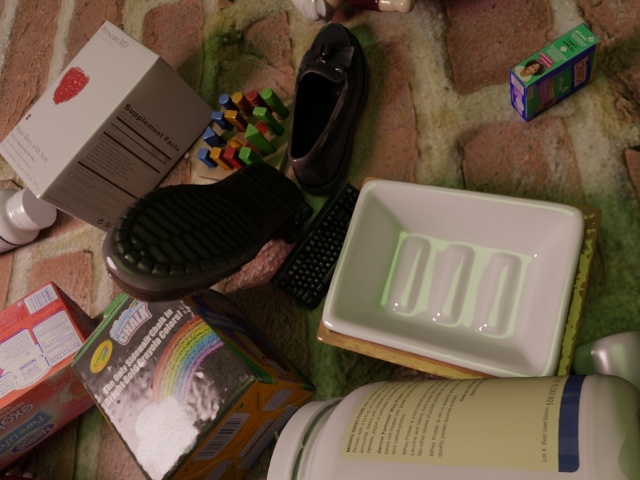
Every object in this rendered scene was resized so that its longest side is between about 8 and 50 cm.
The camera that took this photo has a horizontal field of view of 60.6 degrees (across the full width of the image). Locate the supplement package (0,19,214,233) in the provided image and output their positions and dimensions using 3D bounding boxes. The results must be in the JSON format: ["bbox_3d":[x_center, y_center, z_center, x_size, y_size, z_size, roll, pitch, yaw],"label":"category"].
[{"bbox_3d":[-0.366,-0.192,0.954,0.177,0.175,0.293,38,87,30],"label":"supplement package"}]

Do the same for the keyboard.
[{"bbox_3d":[0.000,0.000,0.780,0.108,0.023,0.180,36,85,-12],"label":"keyboard"}]

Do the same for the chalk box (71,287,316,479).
[{"bbox_3d":[-0.187,0.163,0.744,0.289,0.179,0.180,40,90,31],"label":"chalk box"}]

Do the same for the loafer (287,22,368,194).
[{"bbox_3d":[0.007,-0.225,0.856,0.109,0.095,0.302,-1,70,24],"label":"loafer"}]

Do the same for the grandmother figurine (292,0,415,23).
[{"bbox_3d":[0.118,-0.419,0.870,0.342,0.104,0.208,-3,32,16],"label":"grandmother figurine"}]

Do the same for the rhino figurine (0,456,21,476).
[{"bbox_3d":[-0.564,0.293,0.910,0.106,0.073,0.243,-38,58,-2],"label":"rhino figurine"}]

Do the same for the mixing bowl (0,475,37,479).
[{"bbox_3d":[-0.442,0.415,0.785,0.181,0.098,0.181,-1,87,17],"label":"mixing bowl"}]

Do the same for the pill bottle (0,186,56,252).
[{"bbox_3d":[-0.603,-0.034,1.031,0.193,0.108,0.108,-18,65,15],"label":"pill bottle"}]

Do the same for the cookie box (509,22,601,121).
[{"bbox_3d":[0.311,-0.222,0.732,0.107,0.092,0.040,-33,64,8],"label":"cookie box"}]

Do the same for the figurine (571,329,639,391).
[{"bbox_3d":[0.393,0.183,0.550,0.215,0.092,0.209,-19,68,16],"label":"figurine"}]

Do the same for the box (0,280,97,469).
[{"bbox_3d":[-0.471,0.224,0.809,0.300,0.142,0.154,-36,59,-16],"label":"box"}]

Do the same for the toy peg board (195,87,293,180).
[{"bbox_3d":[-0.132,-0.182,0.908,0.161,0.079,0.161,12,75,26],"label":"toy peg board"}]

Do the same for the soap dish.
[{"bbox_3d":[0.163,0.053,0.673,0.291,0.118,0.229,11,75,25],"label":"soap dish"}]

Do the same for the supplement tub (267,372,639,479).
[{"bbox_3d":[0.135,0.250,0.515,0.325,0.235,0.235,-11,66,32],"label":"supplement tub"}]

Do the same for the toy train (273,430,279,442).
[{"bbox_3d":[-0.046,0.349,0.616,0.105,0.143,0.248,-24,72,12],"label":"toy train"}]

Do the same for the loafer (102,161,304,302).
[{"bbox_3d":[-0.139,0.003,0.723,0.134,0.366,0.130,42,119,9],"label":"loafer"}]
